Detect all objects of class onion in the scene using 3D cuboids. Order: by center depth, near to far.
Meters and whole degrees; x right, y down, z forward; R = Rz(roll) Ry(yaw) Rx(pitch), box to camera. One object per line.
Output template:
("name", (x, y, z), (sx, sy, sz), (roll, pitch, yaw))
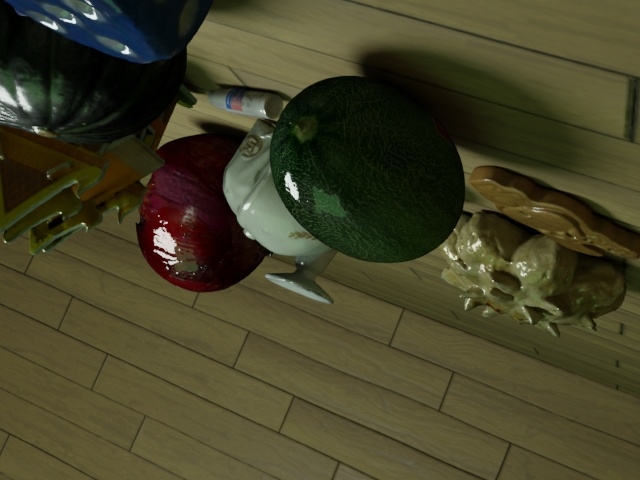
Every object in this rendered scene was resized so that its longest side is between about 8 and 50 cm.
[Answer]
("onion", (-0.185, -0.046, 1.563), (0.276, 0.276, 0.276), (23, 173, 3))

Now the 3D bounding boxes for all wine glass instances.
("wine glass", (0.000, 0.000, 1.612), (0.165, 0.196, 0.165), (21, 174, 2))

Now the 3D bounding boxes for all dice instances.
("dice", (-0.146, -0.217, 0.641), (0.143, 0.146, 0.146), (19, 172, 12))

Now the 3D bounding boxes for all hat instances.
("hat", (0.020, -0.040, 1.358), (0.301, 0.168, 0.258), (17, 171, 43))

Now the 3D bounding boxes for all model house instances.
("model house", (-0.407, -0.158, 1.266), (0.358, 0.313, 0.242), (22, 171, 13))

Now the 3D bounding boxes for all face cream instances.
("face cream", (-0.104, -0.183, 1.219), (0.130, 0.034, 0.034), (17, 171, 45))

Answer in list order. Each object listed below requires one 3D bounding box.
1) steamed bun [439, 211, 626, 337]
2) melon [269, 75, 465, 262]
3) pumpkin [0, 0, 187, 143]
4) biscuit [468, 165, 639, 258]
("steamed bun", (0.307, 0.065, 1.379), (0.295, 0.137, 0.292), (26, 171, -6))
("melon", (0.048, -0.073, 0.966), (0.182, 0.182, 0.288), (19, 174, 31))
("pumpkin", (-0.258, -0.202, 0.911), (0.250, 0.216, 0.250), (-11, 176, -1))
("biscuit", (0.288, -0.030, 1.147), (0.236, 0.040, 0.144), (23, 168, -22))
